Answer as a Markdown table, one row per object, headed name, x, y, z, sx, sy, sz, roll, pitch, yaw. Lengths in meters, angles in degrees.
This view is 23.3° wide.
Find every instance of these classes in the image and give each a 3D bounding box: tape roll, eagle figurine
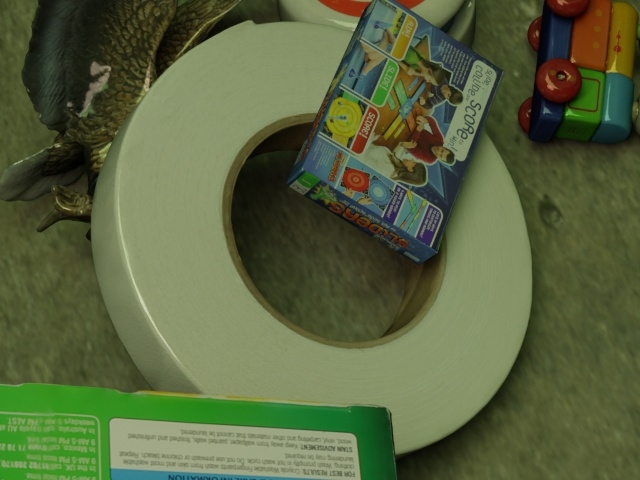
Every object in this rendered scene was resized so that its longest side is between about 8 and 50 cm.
| name | x | y | z | sx | sy | sz | roll | pitch | yaw |
| --- | --- | --- | --- | --- | --- | --- | --- | --- | --- |
| tape roll | 0.000 | 0.000 | 1.310 | 0.392 | 0.072 | 0.392 | 9 | 67 | -24 |
| eagle figurine | -0.165 | -0.148 | 1.429 | 0.225 | 0.226 | 0.298 | 6 | 82 | -23 |

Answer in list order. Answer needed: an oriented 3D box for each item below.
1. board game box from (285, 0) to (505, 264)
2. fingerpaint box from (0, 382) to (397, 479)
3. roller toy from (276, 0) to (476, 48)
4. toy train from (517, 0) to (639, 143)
| name | x | y | z | sx | sy | sz | roll | pitch | yaw |
| --- | --- | --- | --- | --- | --- | --- | --- | --- | --- |
| board game box | 0.068 | -0.098 | 1.319 | 0.136 | 0.035 | 0.201 | 31 | 59 | -13 |
| fingerpaint box | -0.218 | 0.239 | 1.060 | 0.444 | 0.371 | 0.163 | 7 | 60 | -23 |
| roller toy | 0.053 | -0.240 | 1.487 | 0.191 | 0.146 | 0.209 | -14 | 62 | -2 |
| toy train | 0.275 | -0.207 | 1.467 | 0.143 | 0.105 | 0.248 | 10 | 71 | -1 |
